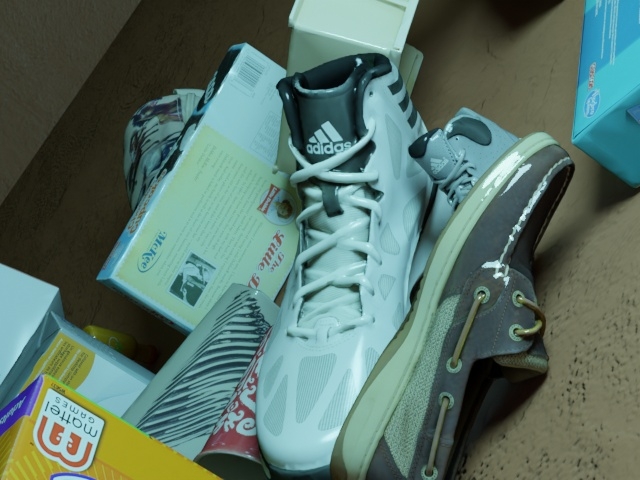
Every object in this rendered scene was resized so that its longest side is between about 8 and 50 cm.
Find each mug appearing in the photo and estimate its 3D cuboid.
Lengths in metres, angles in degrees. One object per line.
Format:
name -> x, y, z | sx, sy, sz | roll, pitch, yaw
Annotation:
mug -> -0.052, 0.176, 1.894 | 0.150, 0.113, 0.169 | -29, 30, 50

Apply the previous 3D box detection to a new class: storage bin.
storage bin -> 0.047, -0.225, 2.103 | 0.262, 0.123, 0.260 | 97, -170, -54

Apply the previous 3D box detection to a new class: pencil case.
pencil case -> -0.166, -0.066, 2.467 | 0.410, 0.160, 0.183 | -110, 38, -67

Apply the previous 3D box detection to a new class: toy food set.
toy food set -> -0.297, 0.227, 2.471 | 0.111, 0.104, 0.232 | 7, 82, 54

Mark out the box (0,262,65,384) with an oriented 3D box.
box -> -0.461, 0.159, 2.545 | 0.345, 0.215, 0.168 | 98, -164, -65

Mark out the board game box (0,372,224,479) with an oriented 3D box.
board game box -> -0.210, 0.399, 1.535 | 0.356, 0.356, 0.356 | -40, 25, 40

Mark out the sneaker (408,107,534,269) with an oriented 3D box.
sneaker -> 0.126, -0.032, 1.753 | 0.086, 0.132, 0.229 | -37, 26, 38

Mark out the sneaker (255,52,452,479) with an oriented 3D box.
sneaker -> -0.001, 0.000, 1.768 | 0.169, 0.257, 0.447 | -6, 43, 22

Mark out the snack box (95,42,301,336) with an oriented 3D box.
snack box -> -0.098, -0.044, 2.235 | 0.322, 0.187, 0.060 | -61, 19, -13

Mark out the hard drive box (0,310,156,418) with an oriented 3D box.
hard drive box -> -0.242, 0.216, 2.096 | 0.181, 0.232, 0.089 | -57, 20, 0

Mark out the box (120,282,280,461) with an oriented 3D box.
box -> -0.126, 0.182, 2.001 | 0.275, 0.113, 0.094 | -52, 18, -10

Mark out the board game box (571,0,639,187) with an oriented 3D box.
board game box -> 0.356, -0.232, 1.603 | 0.336, 0.079, 0.254 | -41, 24, 38

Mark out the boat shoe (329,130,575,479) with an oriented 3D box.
boat shoe -> 0.138, 0.077, 1.607 | 0.342, 0.123, 0.123 | -60, -20, -5
